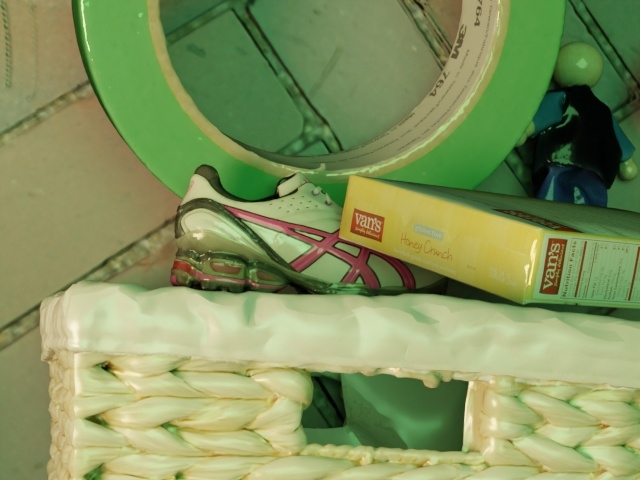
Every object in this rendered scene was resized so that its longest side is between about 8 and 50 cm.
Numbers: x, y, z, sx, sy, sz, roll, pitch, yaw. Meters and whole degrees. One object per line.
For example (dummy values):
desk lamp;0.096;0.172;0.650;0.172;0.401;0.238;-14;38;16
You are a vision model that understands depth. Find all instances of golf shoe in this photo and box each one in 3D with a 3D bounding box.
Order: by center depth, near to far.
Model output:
golf shoe;0.000;0.000;0.931;0.186;0.067;0.086;8;84;-24

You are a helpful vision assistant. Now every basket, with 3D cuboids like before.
basket;-0.002;0.166;0.854;0.328;0.331;0.266;5;86;-12

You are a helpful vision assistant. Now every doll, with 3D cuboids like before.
doll;0.177;-0.054;1.061;0.129;0.046;0.189;18;74;-34

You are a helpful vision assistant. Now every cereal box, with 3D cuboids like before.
cereal box;0.155;0.005;0.902;0.240;0.173;0.047;5;99;-36

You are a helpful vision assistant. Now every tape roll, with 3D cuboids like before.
tape roll;0.000;-0.160;0.974;0.321;0.077;0.321;-3;103;-13
